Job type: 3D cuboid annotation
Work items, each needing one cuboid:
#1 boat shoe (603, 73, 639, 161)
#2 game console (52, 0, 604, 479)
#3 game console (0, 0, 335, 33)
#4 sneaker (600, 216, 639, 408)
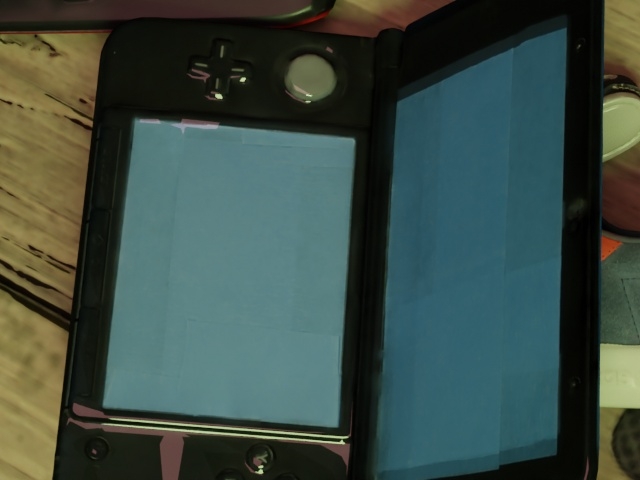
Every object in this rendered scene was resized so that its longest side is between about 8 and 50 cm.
[{"bbox_3d":[0.119,-0.054,0.976,0.125,0.038,0.046,-27,120,15],"label":"boat shoe"},{"bbox_3d":[0.000,0.000,0.894,0.250,0.173,0.293,5,70,-3],"label":"game console"},{"bbox_3d":[-0.154,-0.311,1.062,0.342,0.060,0.387,0,84,14],"label":"game console"},{"bbox_3d":[0.265,0.011,0.883,0.350,0.131,0.148,1,88,14],"label":"sneaker"}]
